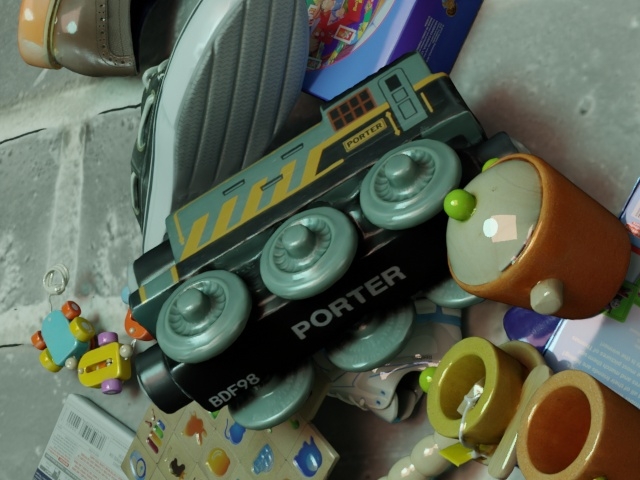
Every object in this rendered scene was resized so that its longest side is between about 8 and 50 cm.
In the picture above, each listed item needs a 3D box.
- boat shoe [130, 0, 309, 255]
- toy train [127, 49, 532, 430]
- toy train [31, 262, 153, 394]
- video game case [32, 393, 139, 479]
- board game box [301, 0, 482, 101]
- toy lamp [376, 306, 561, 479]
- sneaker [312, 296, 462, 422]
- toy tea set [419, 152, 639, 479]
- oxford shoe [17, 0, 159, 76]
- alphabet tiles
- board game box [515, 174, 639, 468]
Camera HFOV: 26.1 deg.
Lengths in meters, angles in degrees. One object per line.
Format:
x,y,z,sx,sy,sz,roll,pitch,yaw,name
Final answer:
-0.110,-0.102,1.169,0.119,0.121,0.335,53,137,33,boat shoe
0.000,0.000,1.035,0.334,0.142,0.190,-32,41,10,toy train
-0.201,0.080,1.309,0.166,0.046,0.125,10,82,38,toy train
-0.204,0.264,1.269,0.201,0.023,0.183,26,94,40,video game case
0.052,-0.287,1.184,0.233,0.078,0.347,29,96,41,board game box
0.111,0.130,1.012,0.275,0.080,0.080,-46,53,18,toy lamp
0.033,0.109,1.091,0.190,0.071,0.083,-24,68,33,sneaker
0.148,0.059,0.787,0.336,0.124,0.200,20,86,62,toy tea set
-0.181,-0.327,1.388,0.132,0.130,0.364,15,78,9,oxford shoe
-0.074,0.168,1.136,0.198,0.009,0.237,47,121,36,alphabet tiles
0.231,0.087,0.909,0.160,0.039,0.211,30,96,13,board game box
